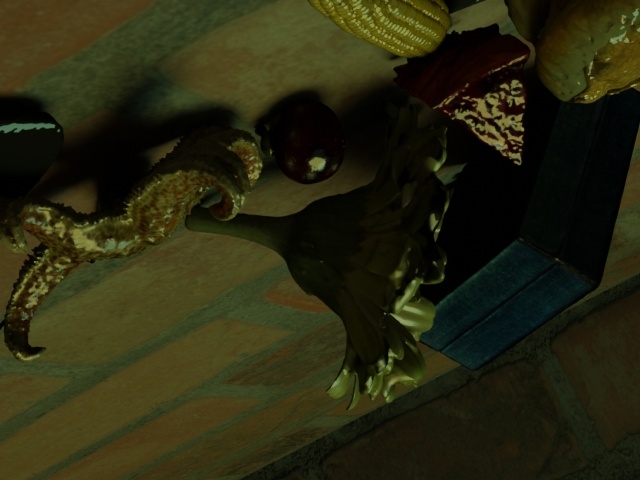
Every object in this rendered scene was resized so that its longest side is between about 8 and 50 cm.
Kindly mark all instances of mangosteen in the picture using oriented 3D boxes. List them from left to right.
[{"bbox_3d":[-0.014,-0.092,1.241,0.081,0.081,0.081,-23,164,-7],"label":"mangosteen"}]

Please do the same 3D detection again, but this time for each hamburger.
[{"bbox_3d":[0.298,-0.236,1.098,0.319,0.158,0.318,-24,164,-7],"label":"hamburger"}]

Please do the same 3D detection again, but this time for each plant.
[{"bbox_3d":[0.037,-0.013,1.325,0.261,0.297,0.306,-47,-169,43],"label":"plant"}]

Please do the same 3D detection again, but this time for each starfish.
[{"bbox_3d":[-0.181,-0.009,1.145,0.303,0.113,0.312,-33,178,15],"label":"starfish"}]

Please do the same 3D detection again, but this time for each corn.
[{"bbox_3d":[0.047,-0.191,1.039,0.067,0.067,0.206,-32,161,22],"label":"corn"}]

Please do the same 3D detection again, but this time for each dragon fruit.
[{"bbox_3d":[0.137,-0.149,1.173,0.092,0.122,0.192,-57,-164,7],"label":"dragon fruit"}]

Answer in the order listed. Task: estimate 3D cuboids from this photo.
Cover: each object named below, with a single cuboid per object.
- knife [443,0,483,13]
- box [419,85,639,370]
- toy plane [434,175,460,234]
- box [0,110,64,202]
[{"bbox_3d":[0.116,-0.238,1.082,0.072,0.019,0.245,-23,166,-2],"label":"knife"},{"bbox_3d":[0.231,-0.029,1.480,0.261,0.116,0.279,-50,-167,54],"label":"box"},{"bbox_3d":[0.161,-0.023,1.694,0.286,0.108,0.092,-5,159,-19],"label":"toy plane"},{"bbox_3d":[-0.323,-0.039,1.024,0.201,0.042,0.212,-8,156,-45],"label":"box"}]
